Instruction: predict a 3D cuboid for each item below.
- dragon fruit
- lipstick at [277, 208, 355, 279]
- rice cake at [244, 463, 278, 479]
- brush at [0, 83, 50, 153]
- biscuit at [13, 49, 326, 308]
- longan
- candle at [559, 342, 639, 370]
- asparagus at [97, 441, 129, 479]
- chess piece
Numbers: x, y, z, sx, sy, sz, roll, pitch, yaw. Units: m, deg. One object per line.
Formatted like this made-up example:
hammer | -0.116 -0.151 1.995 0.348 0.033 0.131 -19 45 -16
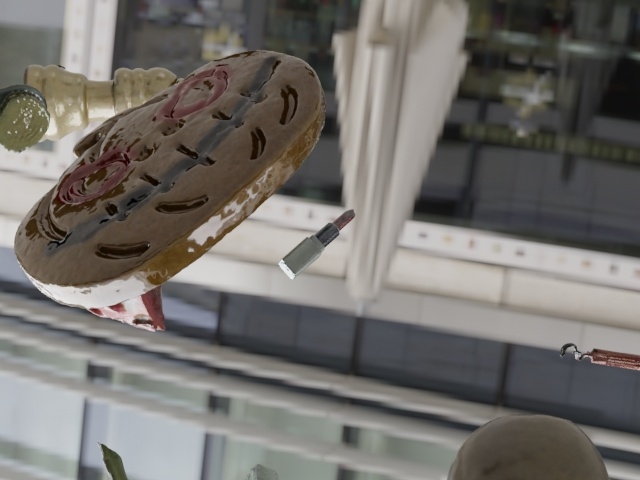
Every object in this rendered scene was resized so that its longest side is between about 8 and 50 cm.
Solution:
dragon fruit | -0.281 -0.014 1.955 0.134 0.262 0.211 -3 174 3
lipstick | 0.000 0.000 1.710 0.107 0.025 0.025 -41 176 -20
rice cake | -0.054 0.292 1.537 0.033 0.033 0.208 23 -158 -16
brush | -0.346 -0.141 1.312 0.266 0.062 0.027 23 -163 -38
biscuit | -0.170 -0.081 1.632 0.367 0.063 0.314 -42 -143 -14
longan | 0.356 0.437 2.623 0.297 0.297 0.297 7 -170 -1
candle | 0.359 0.141 1.835 0.167 0.021 0.026 10 -179 -25
asparagus | -0.252 0.377 2.037 0.027 0.236 0.034 -10 168 -31
chess piece | -0.300 -0.216 2.395 0.307 0.139 0.124 -2 -144 -4
